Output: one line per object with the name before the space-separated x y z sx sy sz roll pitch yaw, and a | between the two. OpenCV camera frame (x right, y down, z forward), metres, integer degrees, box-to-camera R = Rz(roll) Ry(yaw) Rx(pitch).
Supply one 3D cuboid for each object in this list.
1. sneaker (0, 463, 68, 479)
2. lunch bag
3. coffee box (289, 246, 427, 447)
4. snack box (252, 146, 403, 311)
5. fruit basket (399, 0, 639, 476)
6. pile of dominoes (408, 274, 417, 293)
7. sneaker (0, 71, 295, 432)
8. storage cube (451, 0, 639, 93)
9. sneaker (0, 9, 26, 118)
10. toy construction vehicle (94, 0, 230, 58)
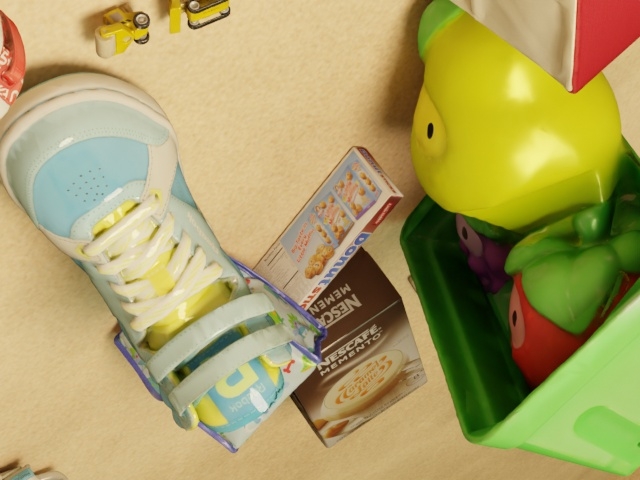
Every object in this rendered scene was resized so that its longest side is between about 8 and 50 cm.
sneaker | -0.311 0.246 1.176 0.083 0.071 0.190 -51 158 14
lunch bag | -0.090 0.092 1.110 0.129 0.151 0.096 -47 -171 16
coffee box | 0.017 0.110 1.295 0.141 0.098 0.246 -34 153 -5
snack box | 0.000 0.000 1.139 0.022 0.064 0.178 6 132 -50
fruit basket | 0.172 -0.030 1.067 0.283 0.392 0.392 -47 151 18
pile of dominoes | 0.220 -0.004 1.417 0.196 0.040 0.251 6 131 -53
sneaker | -0.109 0.025 0.894 0.127 0.208 0.319 -34 152 -1
storage cube | 0.161 -0.246 0.777 0.193 0.183 0.215 -41 155 -12
sneaker | -0.209 -0.140 0.652 0.145 0.090 0.270 -1 140 -51
toy construction vehicle | -0.107 -0.162 0.801 0.098 0.035 0.086 -26 162 -14
